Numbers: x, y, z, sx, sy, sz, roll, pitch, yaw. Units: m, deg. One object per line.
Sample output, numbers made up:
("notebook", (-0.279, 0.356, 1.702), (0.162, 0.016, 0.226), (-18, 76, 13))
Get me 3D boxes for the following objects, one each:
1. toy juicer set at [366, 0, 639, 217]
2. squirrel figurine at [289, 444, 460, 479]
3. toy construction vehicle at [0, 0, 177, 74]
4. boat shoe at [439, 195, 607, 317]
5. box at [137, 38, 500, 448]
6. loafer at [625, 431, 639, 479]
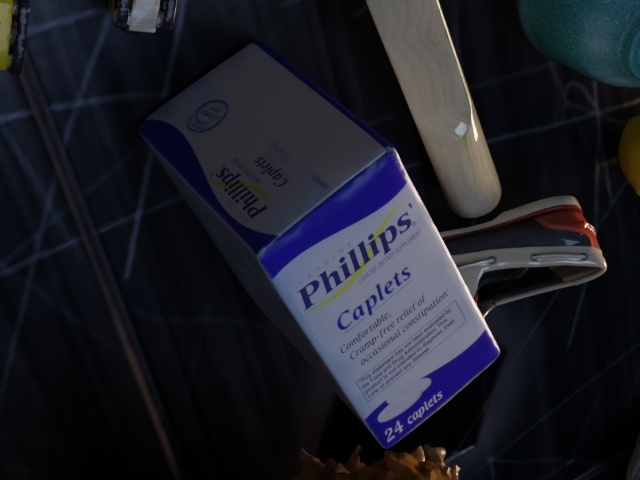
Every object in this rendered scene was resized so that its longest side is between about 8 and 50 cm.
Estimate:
("toy juicer set", (0.158, -0.105, 0.724), (0.329, 0.089, 0.209), (-12, 144, -13))
("squirrel figurine", (-0.021, 0.300, 0.715), (0.370, 0.281, 0.397), (29, 101, -47))
("toy construction vehicle", (-0.100, -0.116, 0.571), (0.086, 0.035, 0.098), (0, 114, -21))
("boat shoe", (0.077, 0.020, 0.735), (0.137, 0.043, 0.049), (-20, 150, 0))
("box", (0.000, 0.000, 0.638), (0.072, 0.126, 0.137), (-38, 131, -7))
("loafer", (0.316, 0.064, 0.894), (0.319, 0.112, 0.111), (-49, 140, 2))
